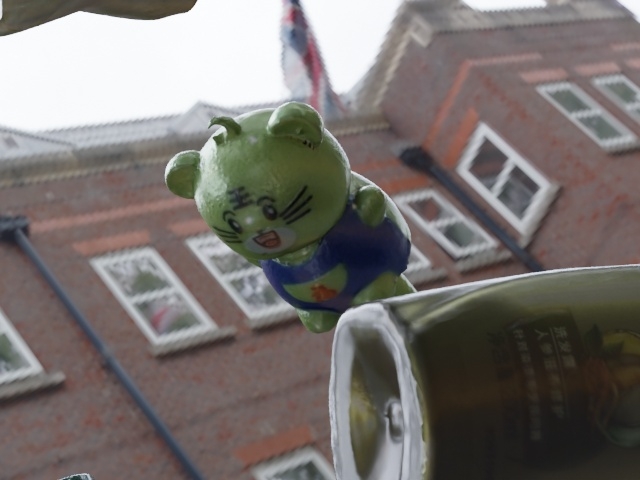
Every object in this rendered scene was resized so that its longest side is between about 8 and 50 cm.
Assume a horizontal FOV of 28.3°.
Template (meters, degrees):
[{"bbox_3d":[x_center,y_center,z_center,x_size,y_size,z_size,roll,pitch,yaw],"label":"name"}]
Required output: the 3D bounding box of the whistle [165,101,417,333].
[{"bbox_3d":[0.000,0.000,0.771,0.105,0.085,0.227,-21,-49,26],"label":"whistle"}]

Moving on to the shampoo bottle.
[{"bbox_3d":[0.173,0.075,0.639,0.350,0.084,0.126,-1,-93,-30],"label":"shampoo bottle"}]

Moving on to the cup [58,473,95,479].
[{"bbox_3d":[-0.295,0.389,1.485,0.167,0.173,0.300,-24,-22,-37],"label":"cup"}]

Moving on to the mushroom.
[{"bbox_3d":[-0.253,-0.280,1.386,0.328,0.159,0.122,-15,-29,-46],"label":"mushroom"}]
